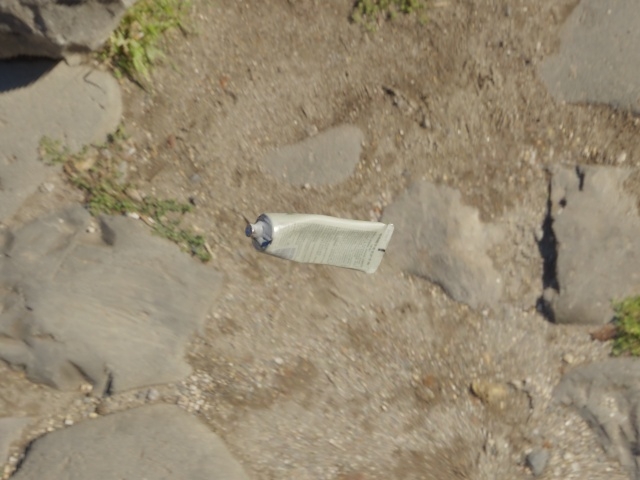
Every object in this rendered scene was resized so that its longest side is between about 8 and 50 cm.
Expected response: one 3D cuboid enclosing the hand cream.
[{"bbox_3d":[0.000,0.000,0.896,0.037,0.165,0.057,43,117,47],"label":"hand cream"}]
